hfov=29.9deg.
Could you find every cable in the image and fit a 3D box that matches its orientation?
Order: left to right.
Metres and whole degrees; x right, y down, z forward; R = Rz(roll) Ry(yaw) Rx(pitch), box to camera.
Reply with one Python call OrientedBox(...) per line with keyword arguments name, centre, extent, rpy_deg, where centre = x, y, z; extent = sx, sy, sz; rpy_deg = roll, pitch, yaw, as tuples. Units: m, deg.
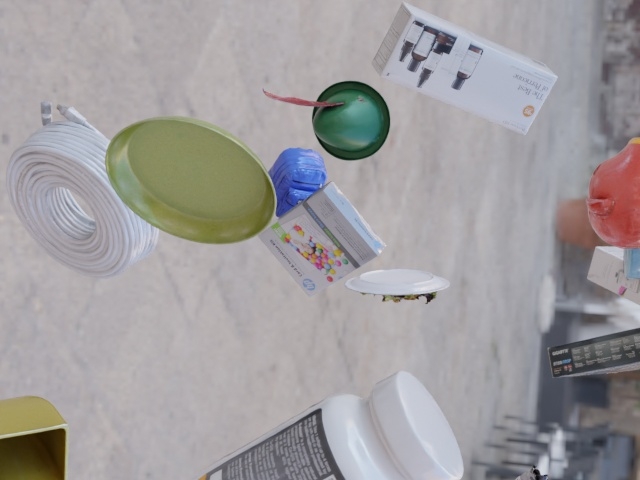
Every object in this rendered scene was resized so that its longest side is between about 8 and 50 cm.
OrientedBox(name="cable", centre=(-0.368, -0.060, 1.859), extent=(0.089, 0.257, 0.257), rpy_deg=(-47, 168, -43))

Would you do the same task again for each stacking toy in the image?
OrientedBox(name="stacking toy", centre=(0.337, -0.098, 1.200), extent=(0.309, 0.130, 0.279), rpy_deg=(35, 59, -75))

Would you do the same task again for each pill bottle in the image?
OrientedBox(name="pill bottle", centre=(0.004, 0.265, 1.307), extent=(0.162, 0.278, 0.162), rpy_deg=(51, 18, -23))

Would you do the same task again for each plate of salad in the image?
OrientedBox(name="plate of salad", centre=(0.144, 0.090, 2.268), extent=(0.200, 0.200, 0.048), rpy_deg=(-29, 120, -71))

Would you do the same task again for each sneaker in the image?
OrientedBox(name="sneaker", centre=(0.345, 0.400, 1.914), extent=(0.069, 0.038, 0.098), rpy_deg=(-52, -148, 26))

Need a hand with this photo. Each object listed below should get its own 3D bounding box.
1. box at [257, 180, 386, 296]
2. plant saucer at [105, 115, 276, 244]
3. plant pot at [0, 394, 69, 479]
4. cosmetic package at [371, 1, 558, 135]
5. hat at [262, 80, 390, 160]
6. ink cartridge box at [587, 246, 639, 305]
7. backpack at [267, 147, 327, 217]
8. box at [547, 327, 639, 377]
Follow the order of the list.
OrientedBox(name="box", centre=(0.000, 0.000, 2.040), extent=(0.145, 0.186, 0.038), rpy_deg=(50, 44, -8))
OrientedBox(name="plant saucer", centre=(-0.171, -0.087, 1.626), extent=(0.241, 0.241, 0.037), rpy_deg=(75, 25, -47))
OrientedBox(name="plant pot", centre=(-0.305, 0.201, 1.213), extent=(0.083, 0.081, 0.081), rpy_deg=(48, -43, 51))
OrientedBox(name="cosmetic package", centre=(0.199, -0.234, 1.654), extent=(0.099, 0.239, 0.060), rpy_deg=(-62, -157, 22))
OrientedBox(name="hat", centre=(0.018, -0.243, 2.499), extent=(0.183, 0.208, 0.173), rpy_deg=(-21, 108, -64))
OrientedBox(name="ink cartridge box", centre=(0.584, 0.073, 2.110), extent=(0.115, 0.198, 0.067), rpy_deg=(-1, 111, -37))
OrientedBox(name="backpack", centre=(-0.038, -0.101, 2.153), extent=(0.120, 0.098, 0.101), rpy_deg=(-58, -140, 39))
OrientedBox(name="box", centre=(0.479, 0.163, 1.798), extent=(0.175, 0.220, 0.051), rpy_deg=(-1, 77, -32))
